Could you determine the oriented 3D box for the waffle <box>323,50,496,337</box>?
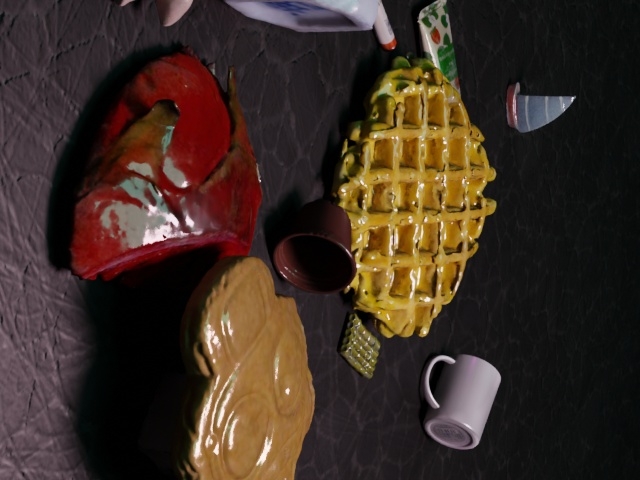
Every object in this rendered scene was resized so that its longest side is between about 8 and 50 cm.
[{"bbox_3d":[0.133,-0.056,1.987,0.380,0.095,0.382,-61,139,-25],"label":"waffle"}]

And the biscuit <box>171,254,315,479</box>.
[{"bbox_3d":[-0.075,0.191,1.492,0.269,0.051,0.376,-55,144,-47],"label":"biscuit"}]

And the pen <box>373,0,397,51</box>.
[{"bbox_3d":[0.065,-0.343,1.887,0.026,0.026,0.218,-68,150,-30],"label":"pen"}]

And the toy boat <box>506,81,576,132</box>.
[{"bbox_3d":[0.400,-0.239,2.490,0.034,0.122,0.096,-42,133,-57],"label":"toy boat"}]

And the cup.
[{"bbox_3d":[0.220,0.260,2.287,0.133,0.136,0.099,-66,-177,-32],"label":"cup"}]

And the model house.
[{"bbox_3d":[-0.136,0.215,1.520,0.101,0.087,0.100,-68,149,-30],"label":"model house"}]

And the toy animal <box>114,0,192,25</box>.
[{"bbox_3d":[-0.134,-0.326,1.375,0.124,0.124,0.213,8,85,-64],"label":"toy animal"}]

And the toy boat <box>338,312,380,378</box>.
[{"bbox_3d":[0.057,0.154,1.990,0.115,0.016,0.063,49,52,-56],"label":"toy boat"}]

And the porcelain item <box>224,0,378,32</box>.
[{"bbox_3d":[0.014,-0.443,1.519,0.178,0.242,0.405,12,87,-45],"label":"porcelain item"}]

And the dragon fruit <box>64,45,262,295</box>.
[{"bbox_3d":[-0.137,-0.072,1.456,0.343,0.100,0.282,11,81,-65],"label":"dragon fruit"}]

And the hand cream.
[{"bbox_3d":[0.190,-0.234,2.138,0.095,0.059,0.276,-38,126,-50],"label":"hand cream"}]

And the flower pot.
[{"bbox_3d":[0.000,0.000,1.751,0.089,0.111,0.111,-75,155,-44],"label":"flower pot"}]
